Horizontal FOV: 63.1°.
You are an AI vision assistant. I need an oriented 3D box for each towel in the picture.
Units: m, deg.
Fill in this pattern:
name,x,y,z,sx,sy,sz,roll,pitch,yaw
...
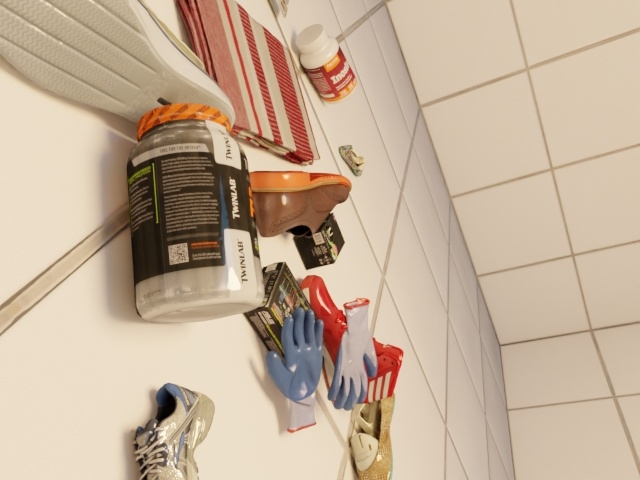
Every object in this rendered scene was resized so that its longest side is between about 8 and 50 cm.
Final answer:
name,x,y,z,sx,sy,sz,roll,pitch,yaw
towel,-0.100,-0.250,0.810,0.329,0.037,0.237,4,70,-69

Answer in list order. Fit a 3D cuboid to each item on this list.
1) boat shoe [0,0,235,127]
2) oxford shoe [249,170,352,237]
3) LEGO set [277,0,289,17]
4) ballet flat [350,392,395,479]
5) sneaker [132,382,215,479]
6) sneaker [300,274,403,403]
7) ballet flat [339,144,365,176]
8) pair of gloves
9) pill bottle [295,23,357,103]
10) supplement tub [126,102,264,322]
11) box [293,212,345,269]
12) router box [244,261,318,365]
name,x,y,z,sx,sy,sz,roll,pitch,yaw
boat shoe,-0.193,-0.179,0.478,0.094,0.109,0.302,57,10,25
oxford shoe,-0.027,-0.057,0.807,0.271,0.096,0.099,-11,103,-62
LEGO set,-0.119,-0.565,0.981,0.183,0.060,0.244,-88,161,-45
ballet flat,0.080,0.316,0.849,0.067,0.073,0.206,35,33,-17
sneaker,-0.134,0.180,0.434,0.058,0.052,0.135,48,25,-31
sneaker,0.057,0.145,0.799,0.221,0.127,0.087,69,22,-13
ballet flat,0.082,-0.183,1.196,0.114,0.041,0.041,41,39,-55
pair of gloves,0.007,0.160,0.685,0.198,0.023,0.160,-3,95,-44
pill bottle,0.011,-0.366,1.083,0.152,0.086,0.086,49,33,-46
supplement tub,-0.121,-0.024,0.496,0.117,0.116,0.191,22,57,-63
box,0.000,0.000,0.858,0.083,0.052,0.062,-58,130,-63
router box,-0.047,0.104,0.694,0.123,0.038,0.092,62,25,-28
